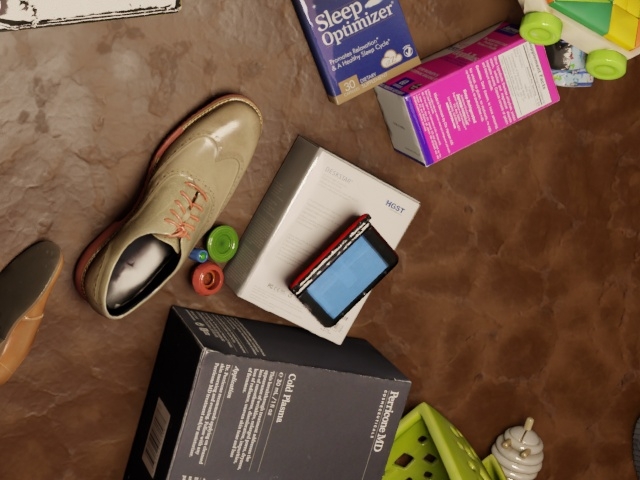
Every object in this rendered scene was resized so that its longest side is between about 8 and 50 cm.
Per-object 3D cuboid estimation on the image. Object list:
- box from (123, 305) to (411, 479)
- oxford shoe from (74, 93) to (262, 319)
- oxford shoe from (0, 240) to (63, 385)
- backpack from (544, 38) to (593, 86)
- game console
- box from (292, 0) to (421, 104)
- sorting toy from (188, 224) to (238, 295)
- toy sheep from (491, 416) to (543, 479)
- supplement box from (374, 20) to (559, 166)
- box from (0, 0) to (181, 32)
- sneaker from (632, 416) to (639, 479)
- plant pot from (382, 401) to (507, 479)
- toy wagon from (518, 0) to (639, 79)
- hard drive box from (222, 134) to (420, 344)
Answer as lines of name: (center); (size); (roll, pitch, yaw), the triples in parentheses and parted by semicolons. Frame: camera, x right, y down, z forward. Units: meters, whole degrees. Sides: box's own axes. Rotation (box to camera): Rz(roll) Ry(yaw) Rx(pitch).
box: (-0.087, 0.300, 1.930); (0.312, 0.179, 0.343); (12, 102, -23)
oxford shoe: (-0.181, -0.035, 1.814); (0.123, 0.130, 0.348); (35, 92, -27)
oxford shoe: (-0.395, 0.097, 1.818); (0.212, 0.076, 0.076); (-58, 147, 1)
backpack: (0.356, -0.264, 1.971); (0.114, 0.105, 0.084); (-8, 113, -29)
game console: (0.036, 0.043, 1.853); (0.144, 0.124, 0.085); (-45, 90, -4)
box: (0.038, -0.313, 1.868); (0.136, 0.036, 0.225); (-28, 113, -12)
sorting toy: (-0.157, 0.024, 1.899); (0.061, 0.042, 0.102); (23, 85, -41)
toy sheep: (0.306, 0.334, 2.146); (0.091, 0.091, 0.132); (12, 114, -24)
supplement box: (0.203, -0.206, 1.923); (0.220, 0.111, 0.114); (-26, 113, -13)
box: (-0.312, -0.425, 1.673); (0.257, 0.079, 0.322); (-10, 109, -20)
sneaker: (0.607, 0.391, 2.287); (0.131, 0.112, 0.319); (-32, 119, -28)
plant pot: (0.172, 0.414, 2.025); (0.207, 0.228, 0.227); (33, 111, -33)
toy wagon: (0.401, -0.358, 1.911); (0.344, 0.068, 0.267); (23, 67, -26)
hard drive box: (0.000, 0.000, 1.920); (0.181, 0.089, 0.232); (28, 95, -27)
